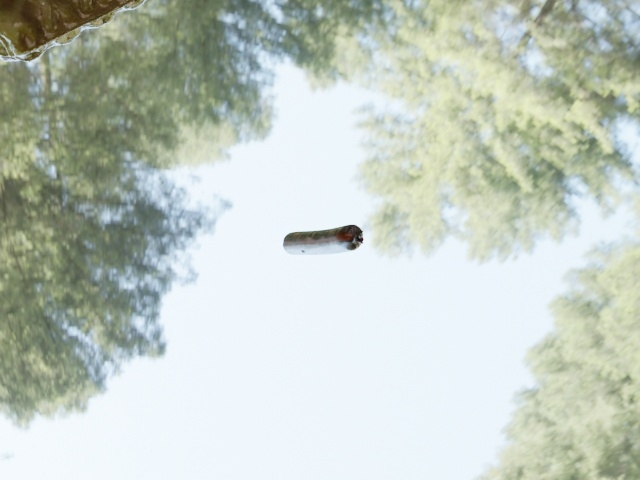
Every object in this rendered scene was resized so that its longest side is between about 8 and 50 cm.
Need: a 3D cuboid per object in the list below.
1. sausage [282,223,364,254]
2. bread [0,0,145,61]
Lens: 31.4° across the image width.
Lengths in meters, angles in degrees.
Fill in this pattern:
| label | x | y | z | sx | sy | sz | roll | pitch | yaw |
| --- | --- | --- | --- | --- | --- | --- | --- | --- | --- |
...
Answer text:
| label | x | y | z | sx | sy | sz | roll | pitch | yaw |
| --- | --- | --- | --- | --- | --- | --- | --- | --- | --- |
| sausage | 0.000 | 0.000 | 1.080 | 0.028 | 0.198 | 0.025 | -45 | -77 | -17 |
| bread | -0.198 | -0.296 | 1.238 | 0.367 | 0.084 | 0.077 | -29 | -90 | -12 |
